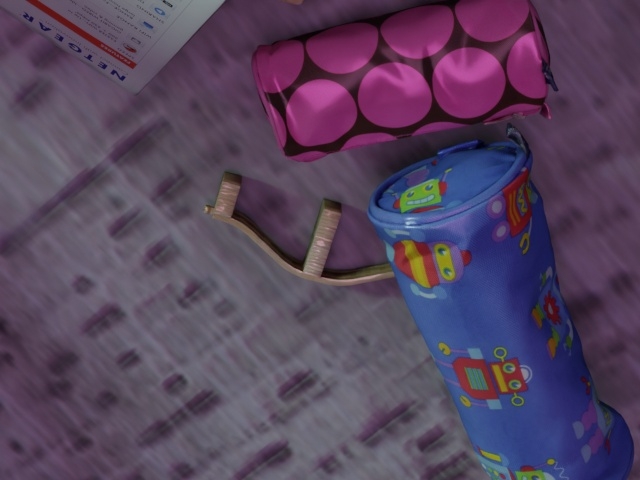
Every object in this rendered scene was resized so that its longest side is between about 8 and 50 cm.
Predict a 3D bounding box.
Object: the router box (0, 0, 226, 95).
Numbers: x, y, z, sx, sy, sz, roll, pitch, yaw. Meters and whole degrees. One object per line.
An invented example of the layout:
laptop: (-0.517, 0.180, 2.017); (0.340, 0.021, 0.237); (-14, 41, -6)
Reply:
router box: (-0.193, -0.245, 0.709); (0.335, 0.301, 0.082); (33, 70, -15)

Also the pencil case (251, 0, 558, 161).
pencil case: (0.060, -0.115, 0.872); (0.209, 0.095, 0.098); (-11, 116, 7)

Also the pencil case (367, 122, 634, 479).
pencil case: (0.140, 0.064, 0.911); (0.119, 0.133, 0.306); (-9, 120, 30)

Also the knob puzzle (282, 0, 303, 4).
knob puzzle: (-0.099, -0.239, 0.804); (0.213, 0.030, 0.213); (11, 143, 8)

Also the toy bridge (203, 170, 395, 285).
toy bridge: (0.000, 0.000, 0.950); (0.188, 0.026, 0.063); (15, 112, -7)
